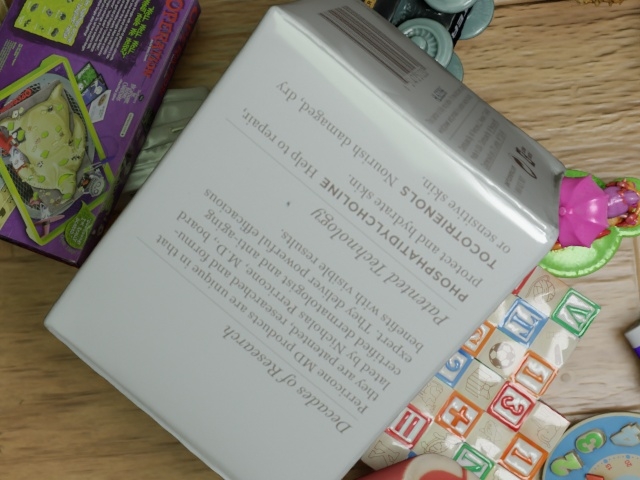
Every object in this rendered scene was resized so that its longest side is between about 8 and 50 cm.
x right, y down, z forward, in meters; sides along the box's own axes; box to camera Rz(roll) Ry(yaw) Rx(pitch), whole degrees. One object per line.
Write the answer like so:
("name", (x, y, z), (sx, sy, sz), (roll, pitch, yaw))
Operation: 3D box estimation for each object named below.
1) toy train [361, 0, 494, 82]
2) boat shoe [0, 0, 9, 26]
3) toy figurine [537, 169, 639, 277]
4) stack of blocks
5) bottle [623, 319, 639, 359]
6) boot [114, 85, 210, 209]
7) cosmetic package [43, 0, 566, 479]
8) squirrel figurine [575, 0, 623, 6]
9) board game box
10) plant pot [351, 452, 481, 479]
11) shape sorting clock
("toy train", (0.109, -0.305, 1.442), (0.190, 0.142, 0.333), (25, 88, 16))
("boat shoe", (-0.367, -0.230, 1.515), (0.072, 0.068, 0.189), (-17, 93, -9))
("toy figurine", (0.309, -0.031, 1.387), (0.173, 0.159, 0.130), (-14, 85, 3))
("stack of blocks", (0.200, 0.175, 1.418), (0.171, 0.087, 0.297), (34, 89, 6))
("bottle", (0.448, 0.203, 1.378), (0.092, 0.118, 0.282), (-32, 84, -21))
("boot", (-0.244, -0.110, 1.485), (0.258, 0.095, 0.123), (-12, 79, -4))
("cosmetic package", (0.000, 0.000, 1.267), (0.327, 0.329, 0.393), (39, 110, 0))
("squirrel figurine", (0.408, -0.346, 1.370), (0.397, 0.281, 0.370), (7, 98, 5))
("board game box", (-0.300, -0.158, 1.432), (0.208, 0.056, 0.346), (19, 77, 14))
("plant pot", (0.068, 0.364, 1.288), (0.243, 0.275, 0.275), (-40, 83, 29))
("shape sorting clock", (0.350, 0.291, 1.388), (0.206, 0.040, 0.206), (9, 110, 27))
